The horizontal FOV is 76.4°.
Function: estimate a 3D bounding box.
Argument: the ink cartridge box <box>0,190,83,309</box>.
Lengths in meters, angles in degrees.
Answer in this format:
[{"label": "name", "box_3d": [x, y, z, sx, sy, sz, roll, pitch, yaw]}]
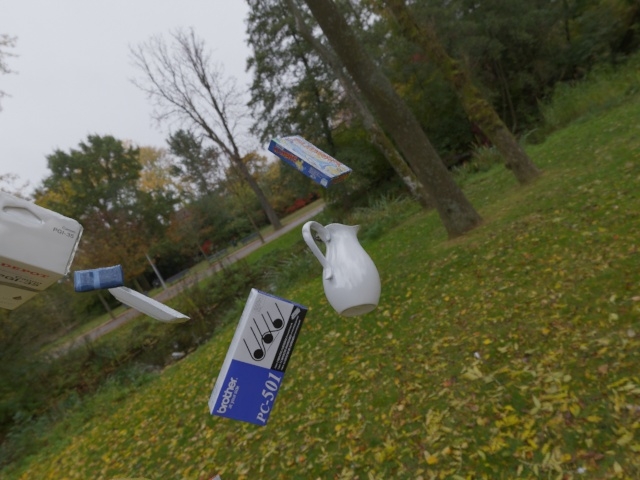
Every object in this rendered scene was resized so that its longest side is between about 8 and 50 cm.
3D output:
[{"label": "ink cartridge box", "box_3d": [-0.638, 0.024, 0.787, 0.283, 0.207, 0.117, -23, 53, 33]}]

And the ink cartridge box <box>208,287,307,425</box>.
[{"label": "ink cartridge box", "box_3d": [-0.104, 0.195, 0.688, 0.046, 0.097, 0.207, 7, 75, 69]}]

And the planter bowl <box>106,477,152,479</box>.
[{"label": "planter bowl", "box_3d": [-0.387, 0.573, 0.850, 0.217, 0.217, 0.090, -27, 1, 10]}]

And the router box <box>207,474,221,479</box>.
[{"label": "router box", "box_3d": [-0.174, 0.579, 0.618, 0.082, 0.335, 0.301, -29, -16, -2]}]

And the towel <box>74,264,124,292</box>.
[{"label": "towel", "box_3d": [-0.605, 0.106, 1.115, 0.120, 0.067, 0.029, -6, -37, -25]}]

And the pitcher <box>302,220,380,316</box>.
[{"label": "pitcher", "box_3d": [0.042, 0.057, 0.905, 0.178, 0.207, 0.125, 11, -35, -39]}]

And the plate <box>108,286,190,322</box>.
[{"label": "plate", "box_3d": [-0.636, 0.245, 1.513, 0.045, 0.277, 0.278, -64, 3, -14]}]

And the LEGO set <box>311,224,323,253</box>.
[{"label": "LEGO set", "box_3d": [-0.003, 0.001, 1.063, 0.083, 0.054, 0.023, -63, -22, -16]}]

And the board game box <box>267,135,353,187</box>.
[{"label": "board game box", "box_3d": [-0.025, -0.219, 1.108, 0.136, 0.201, 0.035, -32, -28, -57]}]
